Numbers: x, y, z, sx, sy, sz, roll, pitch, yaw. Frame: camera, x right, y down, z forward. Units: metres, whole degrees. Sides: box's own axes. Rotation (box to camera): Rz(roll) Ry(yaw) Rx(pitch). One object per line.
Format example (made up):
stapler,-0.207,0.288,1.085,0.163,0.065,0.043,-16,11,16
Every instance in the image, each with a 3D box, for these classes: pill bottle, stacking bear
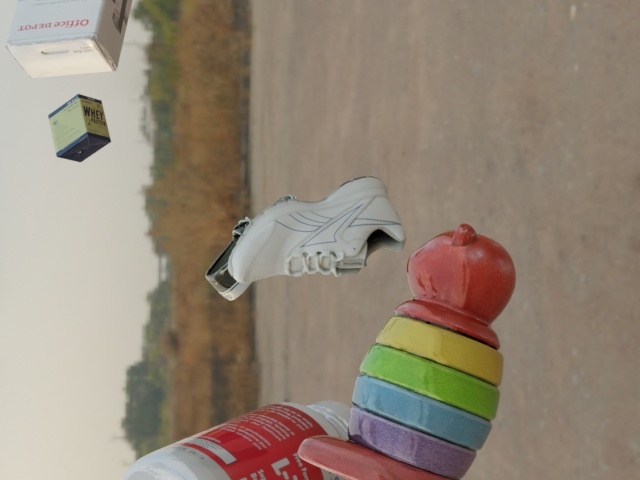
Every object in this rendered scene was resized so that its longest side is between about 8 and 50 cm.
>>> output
pill bottle,-0.095,0.380,1.811,0.407,0.229,0.229,-15,-68,-52
stacking bear,0.121,0.127,1.262,0.164,0.175,0.289,14,82,43

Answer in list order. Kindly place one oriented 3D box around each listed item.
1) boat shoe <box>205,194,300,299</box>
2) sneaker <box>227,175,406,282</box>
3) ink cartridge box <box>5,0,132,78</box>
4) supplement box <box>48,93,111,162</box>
boat shoe,-0.112,-0.003,2.015,0.077,0.070,0.219,1,51,56
sneaker,0.000,0.000,1.806,0.129,0.297,0.111,55,157,30
ink cartridge box,-0.387,-0.371,1.869,0.092,0.158,0.218,63,-151,-55
supplement box,-0.414,-0.192,2.034,0.056,0.083,0.083,12,-124,-53
